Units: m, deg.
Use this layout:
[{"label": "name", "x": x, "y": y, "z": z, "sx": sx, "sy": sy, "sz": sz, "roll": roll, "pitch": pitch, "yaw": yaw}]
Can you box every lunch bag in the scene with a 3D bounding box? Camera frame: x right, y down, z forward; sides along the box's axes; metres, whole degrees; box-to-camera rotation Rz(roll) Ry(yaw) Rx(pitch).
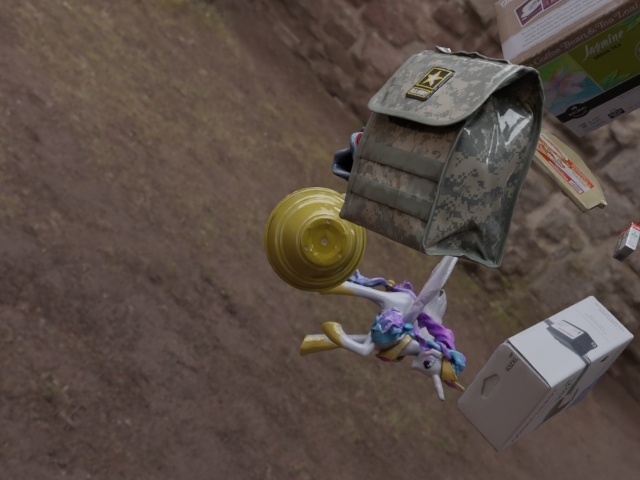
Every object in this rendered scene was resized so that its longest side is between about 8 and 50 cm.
[{"label": "lunch bag", "x": 0.172, "y": -0.132, "z": 1.306, "sx": 0.169, "sy": 0.287, "sz": 0.235, "roll": 11, "pitch": 9, "yaw": -32}]

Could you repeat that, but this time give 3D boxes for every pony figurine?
[{"label": "pony figurine", "x": 0.177, "y": 0.165, "z": 2.049, "sx": 0.363, "sy": 0.303, "sz": 0.351, "roll": 16, "pitch": 53, "yaw": 12}]

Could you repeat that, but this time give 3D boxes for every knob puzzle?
[{"label": "knob puzzle", "x": 0.377, "y": -0.117, "z": 1.466, "sx": 0.213, "sy": 0.030, "sz": 0.213, "roll": 31, "pitch": 30, "yaw": -20}]

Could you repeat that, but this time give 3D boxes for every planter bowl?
[{"label": "planter bowl", "x": 0.000, "y": 0.000, "z": 1.865, "sx": 0.217, "sy": 0.217, "sz": 0.090, "roll": 43, "pitch": -7, "yaw": -11}]

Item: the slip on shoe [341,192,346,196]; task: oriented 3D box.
[{"label": "slip on shoe", "x": 0.096, "y": -0.077, "z": 1.980, "sx": 0.135, "sy": 0.041, "sz": 0.051, "roll": 16, "pitch": -44, "yaw": 48}]

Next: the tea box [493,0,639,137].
[{"label": "tea box", "x": 0.608, "y": -0.443, "z": 2.003, "sx": 0.323, "sy": 0.329, "sz": 0.220, "roll": 29, "pitch": 46, "yaw": -38}]

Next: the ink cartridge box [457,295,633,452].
[{"label": "ink cartridge box", "x": 0.451, "y": 0.265, "z": 1.848, "sx": 0.307, "sy": 0.223, "sz": 0.129, "roll": -18, "pitch": 56, "yaw": -41}]

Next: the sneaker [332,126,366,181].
[{"label": "sneaker", "x": 0.113, "y": -0.151, "z": 1.604, "sx": 0.125, "sy": 0.262, "sz": 0.104, "roll": 14, "pitch": 64, "yaw": -29}]

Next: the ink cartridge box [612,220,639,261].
[{"label": "ink cartridge box", "x": 0.758, "y": -0.008, "z": 2.267, "sx": 0.029, "sy": 0.063, "sz": 0.115, "roll": 28, "pitch": 56, "yaw": 1}]
